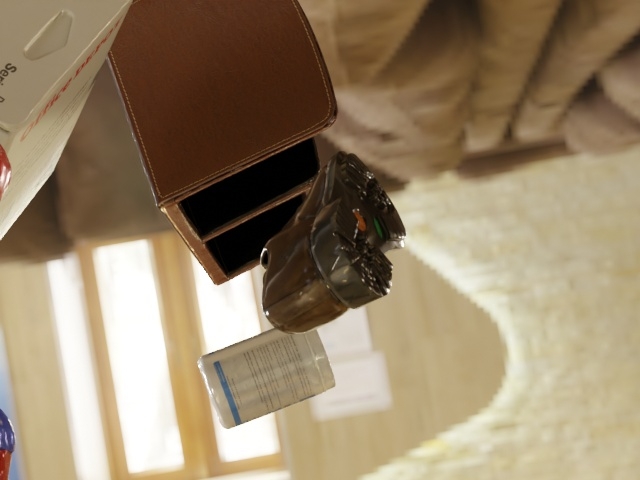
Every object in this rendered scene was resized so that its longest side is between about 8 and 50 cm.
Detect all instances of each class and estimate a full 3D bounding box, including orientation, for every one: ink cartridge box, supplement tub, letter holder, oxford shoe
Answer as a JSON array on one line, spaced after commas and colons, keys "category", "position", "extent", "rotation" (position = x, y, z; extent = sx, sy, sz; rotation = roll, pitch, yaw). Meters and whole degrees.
[{"category": "ink cartridge box", "position": [-0.284, -0.104, 1.548], "extent": [0.211, 0.121, 0.289], "rotation": [-58, -178, -40]}, {"category": "supplement tub", "position": [-0.048, 0.116, 1.623], "extent": [0.107, 0.071, 0.071], "rotation": [-20, 180, -5]}, {"category": "letter holder", "position": [-0.086, -0.143, 1.971], "extent": [0.214, 0.302, 0.152], "rotation": [-27, 139, 4]}, {"category": "oxford shoe", "position": [0.000, 0.000, 1.273], "extent": [0.096, 0.083, 0.227], "rotation": [-33, -172, 18]}]

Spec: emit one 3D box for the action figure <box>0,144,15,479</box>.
[{"category": "action figure", "position": [-0.236, 0.034, 1.006], "extent": [0.139, 0.280, 0.091], "rotation": [-3, 162, 6]}]
